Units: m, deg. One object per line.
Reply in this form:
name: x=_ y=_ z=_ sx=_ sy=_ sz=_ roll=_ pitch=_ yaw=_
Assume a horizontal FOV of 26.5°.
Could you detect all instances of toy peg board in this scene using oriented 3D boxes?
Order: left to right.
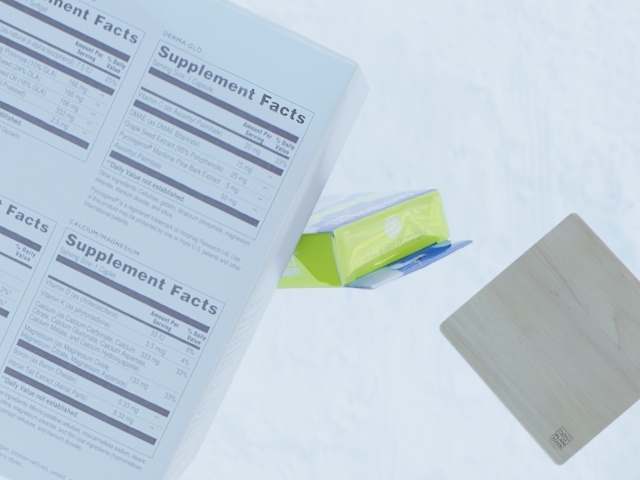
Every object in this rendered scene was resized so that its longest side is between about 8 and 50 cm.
toy peg board: x=0.219 y=0.091 z=1.218 sx=0.160 sy=0.079 sz=0.161 roll=-40 pitch=77 yaw=-2

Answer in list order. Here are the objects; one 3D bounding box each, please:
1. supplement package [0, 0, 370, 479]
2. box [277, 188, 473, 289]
supplement package: x=-0.117 y=-0.015 z=0.760 sx=0.198 sy=0.199 sz=0.263 roll=26 pitch=95 yaw=2
box: x=0.000 y=0.000 z=0.915 sx=0.109 sy=0.178 sz=0.042 roll=-23 pitch=105 yaw=-42
